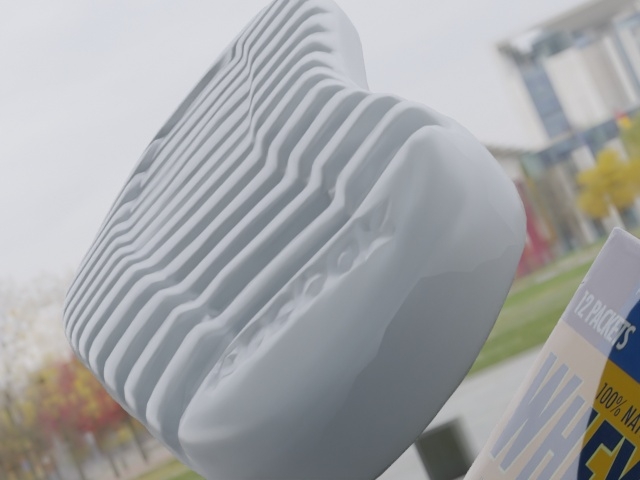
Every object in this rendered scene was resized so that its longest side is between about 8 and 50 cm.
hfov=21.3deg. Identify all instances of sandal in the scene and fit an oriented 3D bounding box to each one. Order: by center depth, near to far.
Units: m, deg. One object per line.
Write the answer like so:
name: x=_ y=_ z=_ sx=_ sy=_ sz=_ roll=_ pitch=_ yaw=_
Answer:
sandal: x=-0.010 y=0.012 z=0.624 sx=0.169 sy=0.102 sz=0.416 roll=-49 pitch=16 yaw=6

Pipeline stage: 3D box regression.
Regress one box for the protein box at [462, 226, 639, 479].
protein box: x=0.164 y=0.139 z=0.658 sx=0.201 sy=0.200 sz=0.136 roll=-60 pitch=18 yaw=6
